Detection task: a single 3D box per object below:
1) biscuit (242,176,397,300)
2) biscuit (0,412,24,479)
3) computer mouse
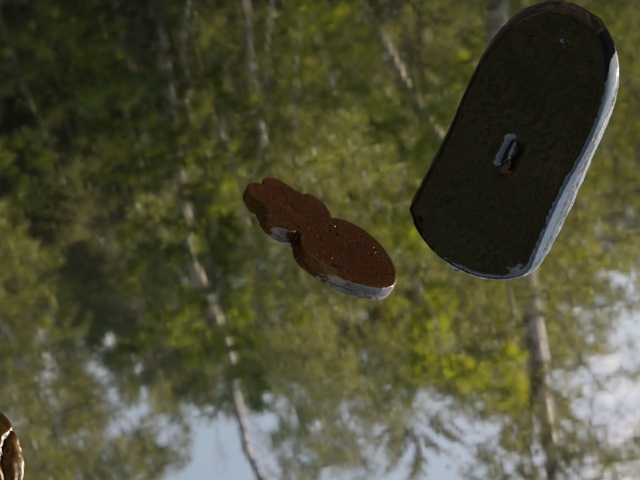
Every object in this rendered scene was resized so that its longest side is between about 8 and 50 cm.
[{"bbox_3d":[0.000,0.000,1.224,0.175,0.026,0.124,39,-154,15],"label":"biscuit"},{"bbox_3d":[-0.410,0.381,1.413,0.074,0.359,0.381,3,-137,-36],"label":"biscuit"},{"bbox_3d":[0.189,-0.093,1.164,0.137,0.270,0.086,28,-163,14],"label":"computer mouse"}]
